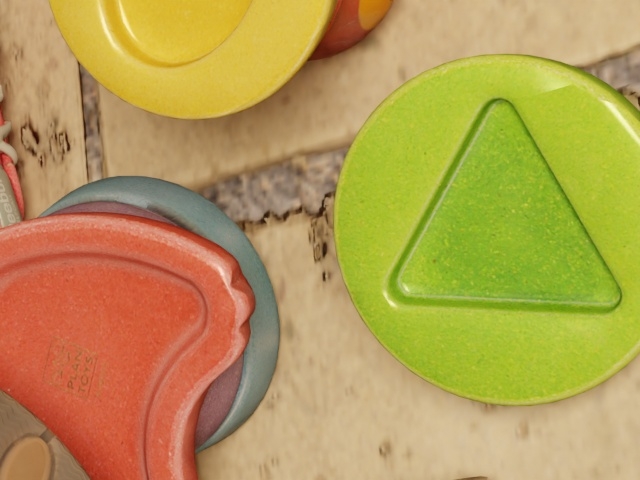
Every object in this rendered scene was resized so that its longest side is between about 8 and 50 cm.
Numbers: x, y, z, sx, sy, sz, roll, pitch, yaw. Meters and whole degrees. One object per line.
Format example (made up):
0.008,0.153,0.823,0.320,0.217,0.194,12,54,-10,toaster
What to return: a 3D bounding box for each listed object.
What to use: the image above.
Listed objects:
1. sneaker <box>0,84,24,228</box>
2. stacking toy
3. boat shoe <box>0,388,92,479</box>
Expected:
-0.192,-0.049,0.902,0.136,0.116,0.313,17,105,31,sneaker
0.000,0.000,0.744,0.280,0.130,0.309,29,111,12,stacking toy
-0.120,0.166,0.688,0.355,0.132,0.130,39,140,-8,boat shoe
